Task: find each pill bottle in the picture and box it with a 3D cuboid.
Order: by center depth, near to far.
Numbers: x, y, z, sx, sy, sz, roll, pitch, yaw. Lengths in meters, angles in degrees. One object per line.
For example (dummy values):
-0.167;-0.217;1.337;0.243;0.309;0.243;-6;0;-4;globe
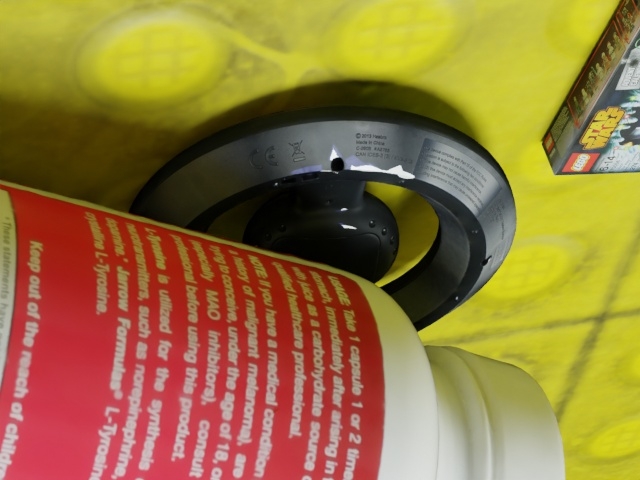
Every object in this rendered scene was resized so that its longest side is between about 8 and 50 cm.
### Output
-0.089;0.105;0.905;0.408;0.229;0.229;15;137;-24;pill bottle

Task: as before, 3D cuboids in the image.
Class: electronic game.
0.000;0.000;1.012;0.229;0.048;0.229;-5;145;-3;electronic game

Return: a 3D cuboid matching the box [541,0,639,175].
0.194;-0.089;0.988;0.094;0.027;0.137;-2;145;-20;box
